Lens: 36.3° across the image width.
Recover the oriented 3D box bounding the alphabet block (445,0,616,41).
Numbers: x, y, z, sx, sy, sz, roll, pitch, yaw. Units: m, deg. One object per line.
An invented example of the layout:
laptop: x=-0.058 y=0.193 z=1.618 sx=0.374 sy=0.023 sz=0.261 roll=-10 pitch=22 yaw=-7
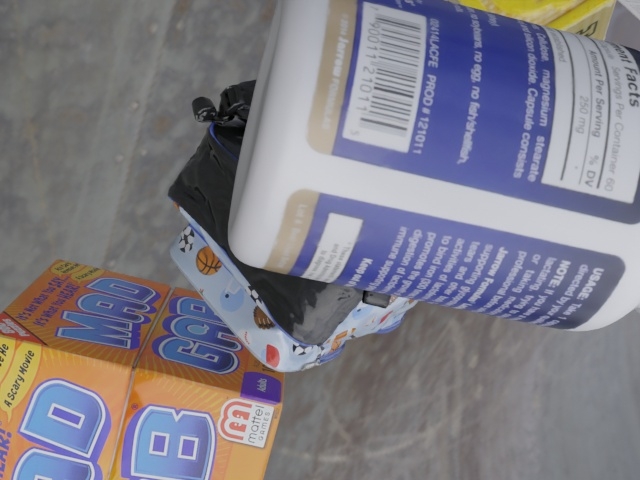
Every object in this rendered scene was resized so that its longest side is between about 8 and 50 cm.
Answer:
alphabet block: x=0.305 y=-0.353 z=1.453 sx=0.193 sy=0.192 sz=0.197 roll=-33 pitch=167 yaw=5

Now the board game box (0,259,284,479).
board game box: x=-0.259 y=0.272 z=1.317 sx=0.356 sy=0.356 sz=0.356 roll=-96 pitch=-160 yaw=-78

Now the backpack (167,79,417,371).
backpack: x=0.000 y=0.000 z=0.998 sx=0.263 sy=0.276 sz=0.213 roll=-8 pitch=142 yaw=-52

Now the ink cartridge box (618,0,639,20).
ink cartridge box: x=0.275 y=-0.162 z=0.623 sx=0.225 sy=0.181 sz=0.056 roll=25 pitch=90 yaw=-41

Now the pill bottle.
pill bottle: x=0.094 y=-0.036 z=0.508 sx=0.153 sy=0.265 sz=0.153 roll=-167 pitch=-90 yaw=-82
